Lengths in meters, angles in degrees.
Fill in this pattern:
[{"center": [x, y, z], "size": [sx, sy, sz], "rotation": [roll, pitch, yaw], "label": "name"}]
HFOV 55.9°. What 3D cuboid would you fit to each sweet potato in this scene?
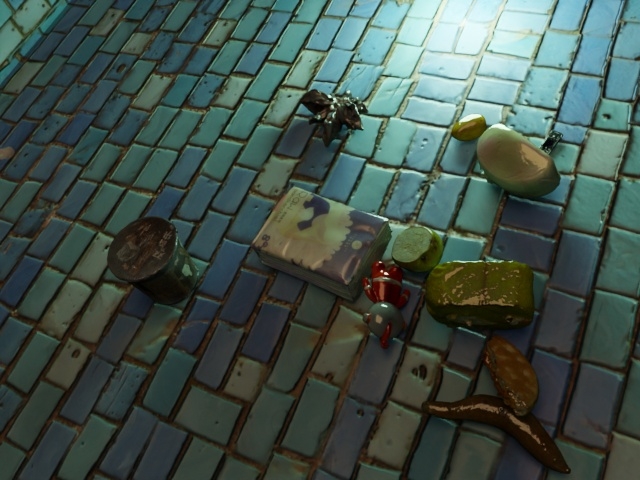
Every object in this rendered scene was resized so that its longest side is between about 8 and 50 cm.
[{"center": [0.410, 0.414, 1.390], "size": [0.346, 0.079, 0.108], "rotation": [18, 46, 20], "label": "sweet potato"}]

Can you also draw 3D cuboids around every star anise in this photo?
[{"center": [0.053, -0.424, 1.994], "size": [0.199, 0.110, 0.257], "rotation": [-22, 50, 2], "label": "star anise"}]

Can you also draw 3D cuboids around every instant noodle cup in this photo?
[{"center": [-0.477, 0.070, 1.776], "size": [0.218, 0.207, 0.217], "rotation": [-7, 57, 11], "label": "instant noodle cup"}]

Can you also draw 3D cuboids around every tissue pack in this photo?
[{"center": [0.000, 0.000, 1.735], "size": [0.344, 0.125, 0.242], "rotation": [22, 67, 26], "label": "tissue pack"}]

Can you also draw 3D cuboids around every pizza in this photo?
[{"center": [0.449, 0.316, 1.427], "size": [0.127, 0.058, 0.246], "rotation": [7, 31, -19], "label": "pizza"}]

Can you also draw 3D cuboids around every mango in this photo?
[{"center": [0.457, -0.347, 1.863], "size": [0.114, 0.060, 0.080], "rotation": [-35, 54, -3], "label": "mango"}]

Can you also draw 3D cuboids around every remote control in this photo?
[{"center": [0.681, -0.287, 1.793], "size": [0.039, 0.014, 0.096], "rotation": [31, 73, 29], "label": "remote control"}]

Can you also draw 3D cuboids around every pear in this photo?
[{"center": [0.272, 0.034, 1.657], "size": [0.141, 0.104, 0.141], "rotation": [-25, 39, 22], "label": "pear"}]

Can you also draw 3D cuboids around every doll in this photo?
[{"center": [0.174, 0.173, 1.604], "size": [0.143, 0.076, 0.244], "rotation": [13, 61, -13], "label": "doll"}]

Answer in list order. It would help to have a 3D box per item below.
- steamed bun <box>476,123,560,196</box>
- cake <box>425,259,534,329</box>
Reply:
[{"center": [0.544, -0.204, 1.697], "size": [0.152, 0.170, 0.238], "rotation": [-48, 54, 12], "label": "steamed bun"}, {"center": [0.397, 0.143, 1.509], "size": [0.261, 0.179, 0.156], "rotation": [1, 59, 19], "label": "cake"}]
